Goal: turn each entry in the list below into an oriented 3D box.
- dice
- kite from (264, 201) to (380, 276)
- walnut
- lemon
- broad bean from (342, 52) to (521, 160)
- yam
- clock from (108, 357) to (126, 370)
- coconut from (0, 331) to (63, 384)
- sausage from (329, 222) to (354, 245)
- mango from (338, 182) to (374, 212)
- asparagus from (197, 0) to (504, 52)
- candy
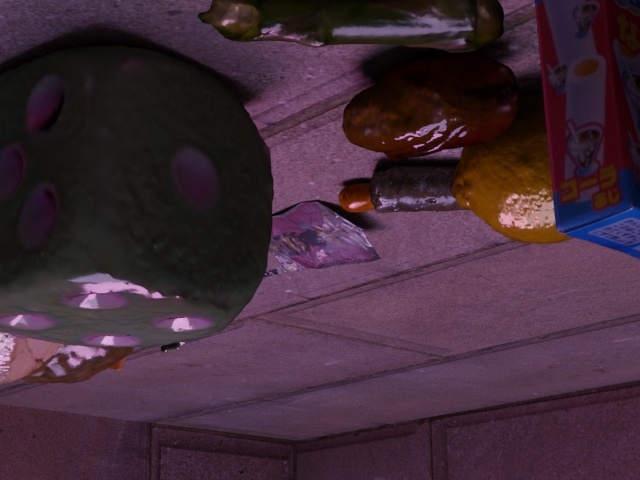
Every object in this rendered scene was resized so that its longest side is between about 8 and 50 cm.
[{"bbox_3d":[-0.273,-0.044,1.543,0.330,0.318,0.322,-17,155,39],"label":"dice"},{"bbox_3d":[-0.076,0.016,2.141,0.360,0.022,0.204,-14,140,36],"label":"kite"},{"bbox_3d":[-0.451,0.102,2.036,0.277,0.282,0.253,-11,169,-2],"label":"walnut"},{"bbox_3d":[0.299,-0.097,1.600,0.260,0.204,0.204,-14,159,15],"label":"lemon"},{"bbox_3d":[0.135,-0.167,1.502,0.229,0.122,0.156,-6,-172,35],"label":"broad bean"},{"bbox_3d":[0.165,-0.079,1.844,0.179,0.078,0.078,0,162,-1],"label":"yam"},{"bbox_3d":[-0.538,0.129,2.311,0.317,0.200,0.244,2,161,19],"label":"clock"},{"bbox_3d":[-0.501,0.027,1.771,0.309,0.297,0.297,32,165,10],"label":"coconut"},{"bbox_3d":[0.000,0.000,2.143,0.158,0.036,0.042,-15,122,37],"label":"sausage"},{"bbox_3d":[0.073,-0.070,1.922,0.089,0.046,0.060,-10,167,-14],"label":"mango"},{"bbox_3d":[0.036,-0.249,1.318,0.343,0.082,0.085,1,-162,-3],"label":"asparagus"},{"bbox_3d":[0.316,-0.146,1.270,0.157,0.305,0.100,15,154,-40],"label":"candy"}]
